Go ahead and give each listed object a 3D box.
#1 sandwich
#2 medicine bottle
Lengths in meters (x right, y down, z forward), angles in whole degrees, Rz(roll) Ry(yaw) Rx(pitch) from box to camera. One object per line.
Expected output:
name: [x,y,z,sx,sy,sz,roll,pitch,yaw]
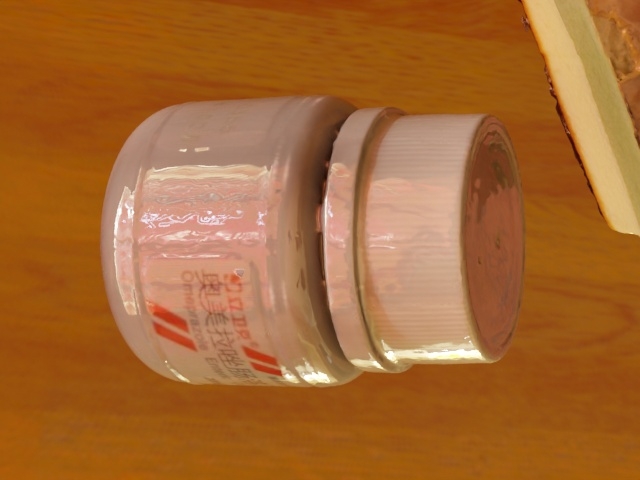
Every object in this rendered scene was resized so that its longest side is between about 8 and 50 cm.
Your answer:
sandwich: [0.261,-0.133,0.991,0.186,0.108,0.220,-31,108,-14]
medicine bottle: [0.000,0.000,1.172,0.306,0.245,0.245,-2,105,22]
